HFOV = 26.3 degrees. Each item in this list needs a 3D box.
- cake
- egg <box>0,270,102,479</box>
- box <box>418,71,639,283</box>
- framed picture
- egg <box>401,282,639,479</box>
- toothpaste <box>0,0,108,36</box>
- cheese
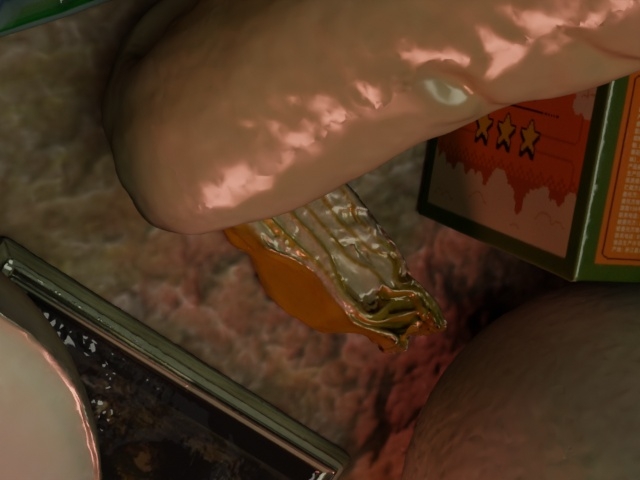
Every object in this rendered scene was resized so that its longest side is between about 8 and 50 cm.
[{"bbox_3d":[-0.004,0.002,0.821,0.079,0.116,0.185,-33,120,-18],"label":"cake"},{"bbox_3d":[-0.228,0.084,0.697,0.206,0.162,0.271,-41,119,0],"label":"egg"},{"bbox_3d":[0.196,-0.061,0.864,0.195,0.177,0.148,2,103,-27],"label":"box"},{"bbox_3d":[-0.142,0.167,0.846,0.296,0.019,0.232,35,87,-29],"label":"framed picture"},{"bbox_3d":[0.178,0.128,0.886,0.337,0.201,0.337,-20,152,-11],"label":"egg"},{"bbox_3d":[-0.181,-0.136,0.732,0.297,0.048,0.075,-24,115,-22],"label":"toothpaste"},{"bbox_3d":[0.045,-0.116,0.678,0.328,0.351,0.129,-39,111,-10],"label":"cheese"}]
